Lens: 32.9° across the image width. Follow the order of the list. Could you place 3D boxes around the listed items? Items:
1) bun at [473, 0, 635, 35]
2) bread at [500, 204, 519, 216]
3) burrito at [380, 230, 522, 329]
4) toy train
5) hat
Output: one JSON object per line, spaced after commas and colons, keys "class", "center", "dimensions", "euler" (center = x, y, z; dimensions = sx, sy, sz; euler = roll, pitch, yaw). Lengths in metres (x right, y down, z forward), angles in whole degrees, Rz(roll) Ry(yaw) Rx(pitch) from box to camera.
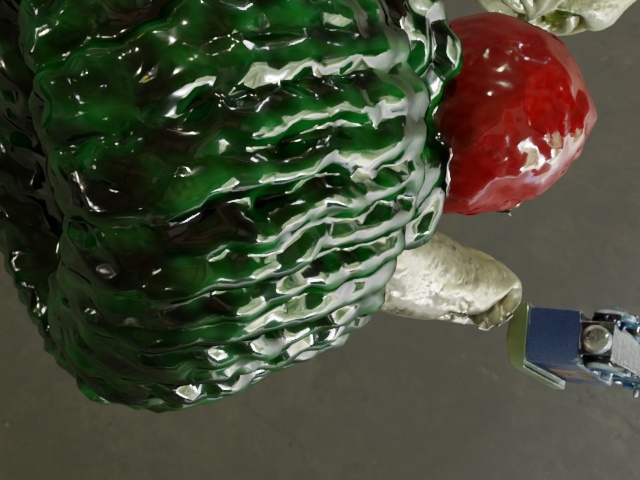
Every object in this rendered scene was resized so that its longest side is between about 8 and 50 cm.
{"class": "bun", "center": [0.313, -0.351, 1.432], "dimensions": [0.259, 0.259, 0.159], "euler": [3, 97, 2]}
{"class": "bread", "center": [0.207, -0.103, 1.227], "dimensions": [0.127, 0.152, 0.147], "euler": [35, 85, 15]}
{"class": "burrito", "center": [0.071, 0.024, 0.833], "dimensions": [0.226, 0.060, 0.087], "euler": [18, 110, -43]}
{"class": "toy train", "center": [0.443, 0.178, 1.815], "dimensions": [0.202, 0.300, 0.131], "euler": [2, 76, 28]}
{"class": "hat", "center": [-0.005, -0.070, 0.569], "dimensions": [0.332, 0.274, 0.242], "euler": [-17, 64, -29]}
